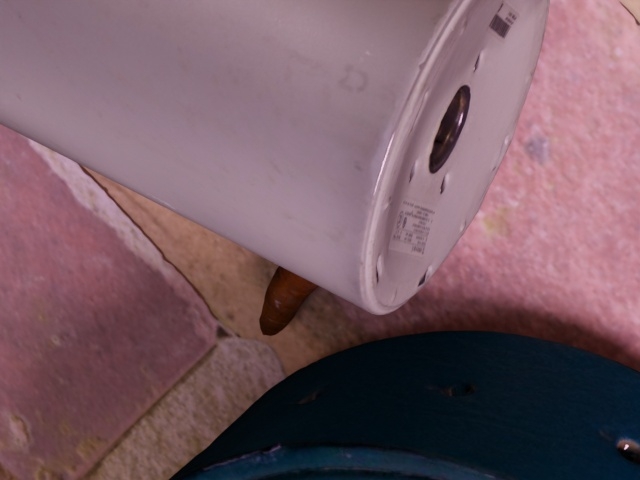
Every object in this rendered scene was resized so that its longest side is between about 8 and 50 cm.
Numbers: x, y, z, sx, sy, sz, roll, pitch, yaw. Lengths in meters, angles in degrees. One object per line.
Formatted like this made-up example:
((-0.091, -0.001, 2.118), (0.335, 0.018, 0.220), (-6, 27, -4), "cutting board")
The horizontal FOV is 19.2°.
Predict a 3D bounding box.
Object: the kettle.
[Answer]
((-0.056, -0.140, 0.988), (0.318, 0.205, 0.265), (24, 125, 20), "kettle")

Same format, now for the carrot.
((0.001, 0.001, 1.125), (0.035, 0.035, 0.165), (36, 127, 9), "carrot")

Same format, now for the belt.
((0.056, 0.219, 1.115), (0.436, 0.173, 0.300), (-19, 101, 35), "belt")
